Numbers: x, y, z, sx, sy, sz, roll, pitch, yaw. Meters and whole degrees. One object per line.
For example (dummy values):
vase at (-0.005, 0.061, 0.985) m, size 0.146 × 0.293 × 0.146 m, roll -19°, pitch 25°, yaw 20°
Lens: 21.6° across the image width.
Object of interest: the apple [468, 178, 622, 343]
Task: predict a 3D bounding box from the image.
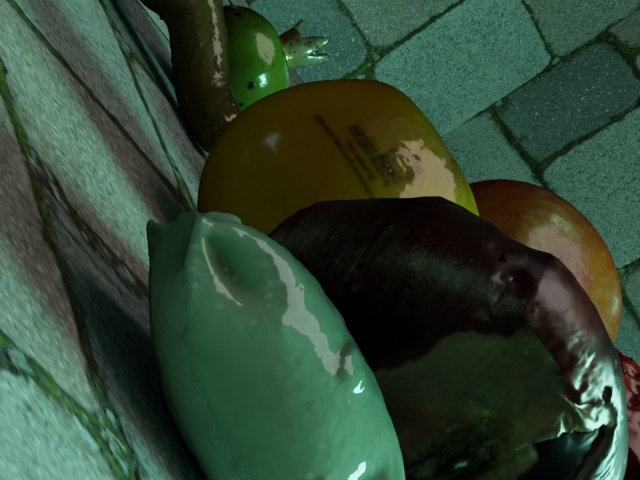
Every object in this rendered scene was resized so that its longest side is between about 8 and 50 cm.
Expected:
apple at (0.155, 0.056, 1.471) m, size 0.218 × 0.218 × 0.201 m, roll 57°, pitch 31°, yaw -8°

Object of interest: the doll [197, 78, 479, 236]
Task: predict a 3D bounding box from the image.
doll at (0.000, 0.000, 1.276) m, size 0.213 × 0.213 × 0.236 m, roll 59°, pitch -33°, yaw 20°

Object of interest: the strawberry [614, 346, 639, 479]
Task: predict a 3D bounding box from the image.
strawberry at (0.162, 0.192, 1.297) m, size 0.288 × 0.250 × 0.238 m, roll 29°, pitch -8°, yaw 39°

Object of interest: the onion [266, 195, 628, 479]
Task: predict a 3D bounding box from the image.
onion at (0.051, 0.107, 0.993) m, size 0.272 × 0.272 × 0.195 m, roll 54°, pitch 49°, yaw -34°

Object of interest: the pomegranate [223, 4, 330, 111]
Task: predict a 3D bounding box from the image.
pomegranate at (-0.075, -0.190, 1.722) m, size 0.129 × 0.159 × 0.129 m, roll 39°, pitch -16°, yaw 13°

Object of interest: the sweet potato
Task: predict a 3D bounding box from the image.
sweet potato at (-0.150, -0.260, 1.646) m, size 0.385 × 0.109 × 0.109 m, roll 64°, pitch 7°, yaw 16°

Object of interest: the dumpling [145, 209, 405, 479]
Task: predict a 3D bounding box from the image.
dumpling at (-0.025, 0.076, 0.890) m, size 0.217 × 0.105 × 0.149 m, roll 57°, pitch 5°, yaw -2°
